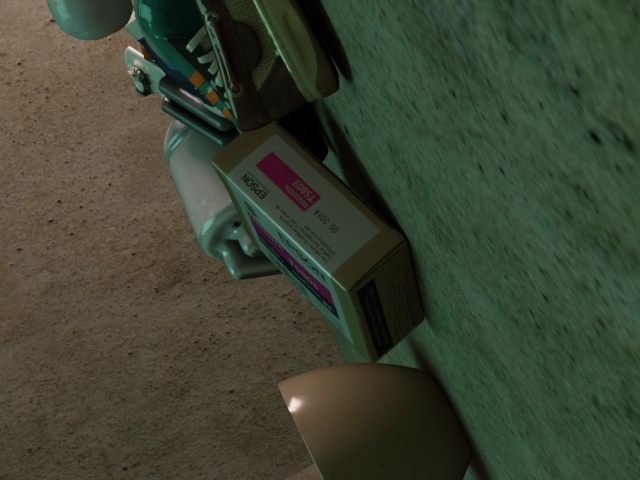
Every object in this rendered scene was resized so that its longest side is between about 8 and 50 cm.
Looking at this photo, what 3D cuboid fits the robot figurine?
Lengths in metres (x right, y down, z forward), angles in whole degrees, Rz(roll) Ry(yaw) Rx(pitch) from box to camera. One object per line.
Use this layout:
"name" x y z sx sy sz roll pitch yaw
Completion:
"robot figurine" -0.145 -0.107 1.902 0.300 0.199 0.354 -55 51 45

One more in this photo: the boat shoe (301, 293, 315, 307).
"boat shoe" 0.004 0.056 1.866 0.254 0.095 0.079 -133 18 -81

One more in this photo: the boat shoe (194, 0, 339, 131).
"boat shoe" -0.111 -0.256 0.988 0.342 0.123 0.123 61 -172 0

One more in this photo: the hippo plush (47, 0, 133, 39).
"hippo plush" -0.251 -0.375 1.322 0.294 0.236 0.234 62 176 21

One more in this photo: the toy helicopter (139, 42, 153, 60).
"toy helicopter" -0.249 -0.472 1.757 0.355 0.140 0.235 87 167 -54

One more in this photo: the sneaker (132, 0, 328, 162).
"sneaker" -0.086 -0.191 1.273 0.121 0.108 0.302 37 174 47

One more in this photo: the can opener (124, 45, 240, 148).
"can opener" -0.222 -0.244 1.822 0.280 0.093 0.074 37 147 34

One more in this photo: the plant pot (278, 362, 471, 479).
"plant pot" 0.089 0.276 1.507 0.284 0.190 0.284 62 176 8

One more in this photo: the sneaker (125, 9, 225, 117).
"sneaker" -0.137 -0.273 1.608 0.236 0.130 0.322 41 166 -22

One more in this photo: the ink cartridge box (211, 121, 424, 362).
"ink cartridge box" 0.000 0.000 1.234 0.234 0.088 0.193 44 168 29
